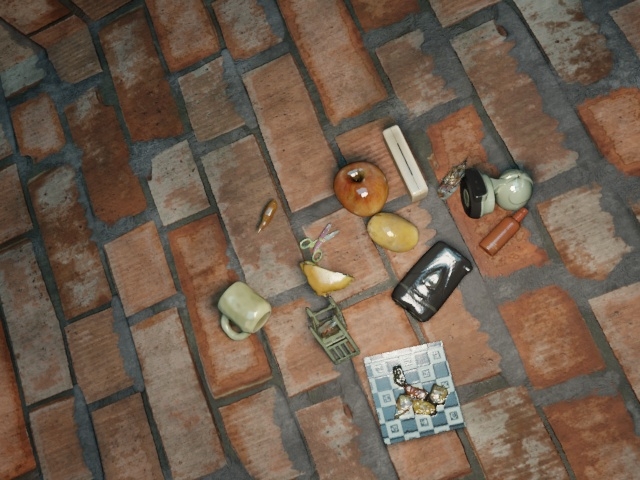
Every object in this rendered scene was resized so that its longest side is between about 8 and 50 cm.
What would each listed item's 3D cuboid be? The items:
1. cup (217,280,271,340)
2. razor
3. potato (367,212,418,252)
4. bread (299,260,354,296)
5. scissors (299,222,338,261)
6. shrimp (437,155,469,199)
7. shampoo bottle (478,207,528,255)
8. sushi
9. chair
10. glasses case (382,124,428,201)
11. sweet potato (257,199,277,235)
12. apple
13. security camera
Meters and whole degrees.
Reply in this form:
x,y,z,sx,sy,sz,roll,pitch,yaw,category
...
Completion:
x,y,z,sx,sy,sz,roll,pitch,yaw,category
-0.366,0.342,1.915,0.202,0.173,0.255,37,90,15,cup
0.478,0.177,1.806,0.204,0.113,0.349,41,89,12,razor
0.320,-0.033,1.861,0.234,0.146,0.150,23,119,13,potato
0.016,0.184,1.871,0.251,0.174,0.133,18,89,8,bread
0.000,0.000,1.969,0.187,0.020,0.133,-43,73,4,scissors
0.597,-0.283,1.868,0.233,0.079,0.090,-56,39,-3,shrimp
0.791,-0.043,1.791,0.085,0.085,0.244,44,92,13,shampoo bottle
0.395,0.639,1.787,0.343,0.064,0.359,-15,79,4,sushi
0.055,0.398,1.863,0.136,0.147,0.270,-28,122,8,chair
0.379,-0.343,1.882,0.076,0.144,0.336,-24,80,8,glasses case
-0.258,-0.111,2.014,0.056,0.056,0.195,20,78,13,sweet potato
0.181,-0.226,1.873,0.253,0.253,0.253,-1,82,11,apple
0.751,-0.205,1.769,0.277,0.191,0.197,-11,52,7,security camera
